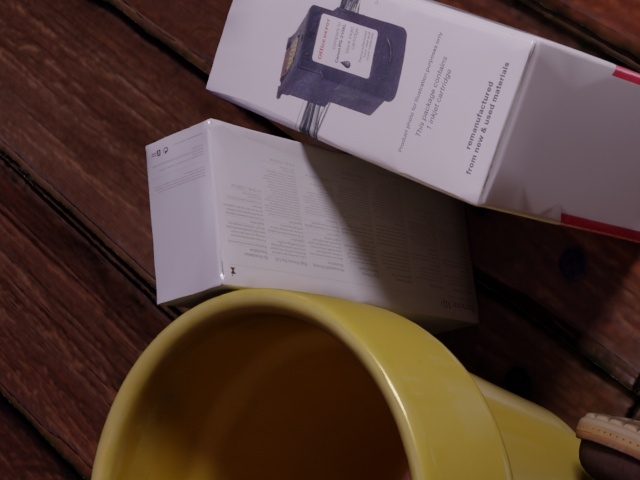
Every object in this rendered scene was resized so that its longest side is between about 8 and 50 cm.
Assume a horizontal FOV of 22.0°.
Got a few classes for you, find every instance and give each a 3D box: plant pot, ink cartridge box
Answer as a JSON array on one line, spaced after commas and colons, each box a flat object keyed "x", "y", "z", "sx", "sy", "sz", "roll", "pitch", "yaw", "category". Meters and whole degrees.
[{"x": 0.036, "y": 0.163, "z": 0.947, "sx": 0.254, "sy": 0.239, "sz": 0.254, "roll": -8, "pitch": 78, "yaw": 42, "category": "plant pot"}, {"x": 0.074, "y": -0.090, "z": 1.000, "sx": 0.237, "sy": 0.172, "sz": 0.100, "roll": 26, "pitch": 101, "yaw": 42, "category": "ink cartridge box"}]

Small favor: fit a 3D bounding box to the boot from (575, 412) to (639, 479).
[{"x": 0.206, "y": 0.224, "z": 0.882, "sx": 0.248, "sy": 0.090, "sz": 0.207, "roll": 28, "pitch": 100, "yaw": 38, "category": "boot"}]

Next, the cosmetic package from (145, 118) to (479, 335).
[{"x": 0.000, "y": 0.000, "z": 1.007, "sx": 0.060, "sy": 0.239, "sz": 0.099, "roll": -20, "pitch": 69, "yaw": 38, "category": "cosmetic package"}]
